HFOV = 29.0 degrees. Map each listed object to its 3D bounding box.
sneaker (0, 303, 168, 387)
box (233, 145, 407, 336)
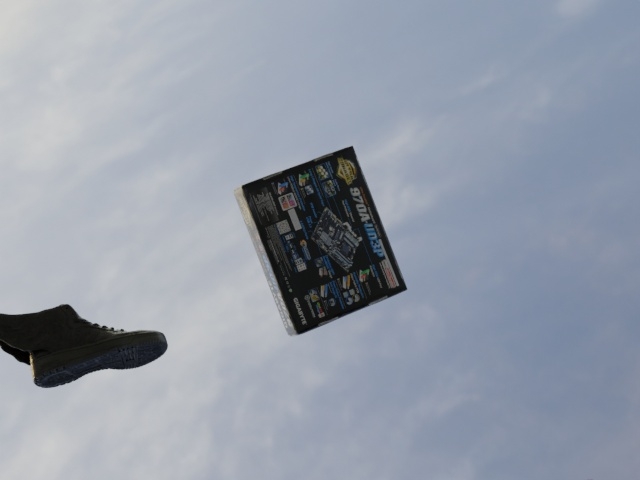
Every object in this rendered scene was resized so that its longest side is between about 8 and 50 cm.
[{"bbox_3d":[-0.251,0.098,1.289,0.170,0.051,0.089,-15,-124,-12],"label":"sneaker"},{"bbox_3d":[0.000,0.000,1.707,0.175,0.220,0.051,-22,-179,-19],"label":"box"}]
